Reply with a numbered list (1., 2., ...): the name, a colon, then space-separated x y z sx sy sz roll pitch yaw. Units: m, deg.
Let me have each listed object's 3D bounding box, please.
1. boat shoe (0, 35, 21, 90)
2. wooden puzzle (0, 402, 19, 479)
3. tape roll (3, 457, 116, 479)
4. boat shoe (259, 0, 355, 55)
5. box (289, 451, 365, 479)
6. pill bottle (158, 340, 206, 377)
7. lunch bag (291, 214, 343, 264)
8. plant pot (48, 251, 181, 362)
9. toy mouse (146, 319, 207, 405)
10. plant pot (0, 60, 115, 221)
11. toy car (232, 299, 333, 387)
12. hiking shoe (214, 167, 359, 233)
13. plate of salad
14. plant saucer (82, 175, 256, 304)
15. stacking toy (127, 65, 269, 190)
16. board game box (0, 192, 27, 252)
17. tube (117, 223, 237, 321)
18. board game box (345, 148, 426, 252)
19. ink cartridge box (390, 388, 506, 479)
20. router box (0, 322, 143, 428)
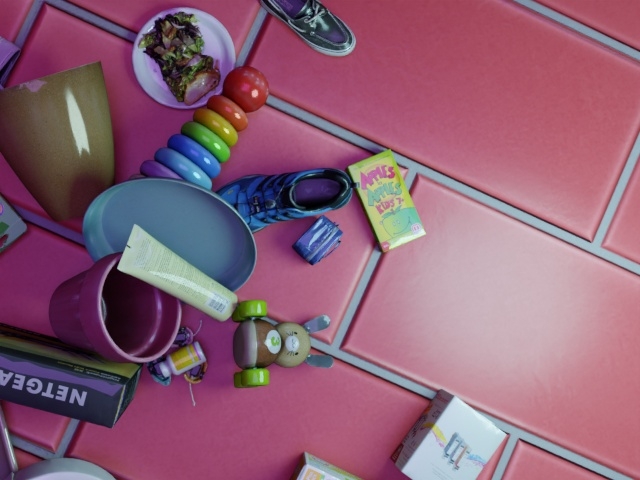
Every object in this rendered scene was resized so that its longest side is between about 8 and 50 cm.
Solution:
1. boat shoe: -0.627 -0.296 1.710 0.063 0.066 0.184 25 77 -3
2. wooden puzzle: -0.744 0.424 1.663 0.348 0.080 0.322 -15 90 -5
3. tape roll: -0.476 0.545 1.639 0.286 0.100 0.286 -1 93 -18
4. boat shoe: -0.028 -0.434 1.755 0.219 0.070 0.077 32 86 -3
5. box: 0.037 0.497 1.708 0.203 0.114 0.103 26 88 -3
6. pill bottle: -0.259 0.225 1.695 0.083 0.043 0.043 -26 90 -6
7. lunch bag: 0.000 0.000 1.745 0.065 0.067 0.098 44 84 -2
8. plant pot: -0.384 0.124 1.637 0.180 0.201 0.201 -8 88 36
9. toy mouse: -0.285 0.218 1.732 0.143 0.031 0.161 18 87 -4
10. plant pot: -0.472 -0.173 1.649 0.237 0.237 0.254 -19 104 -5
11. toy car: -0.066 0.196 1.705 0.188 0.149 0.155 0 79 -16
12. hiking shoe: -0.084 -0.085 1.708 0.304 0.132 0.113 -16 89 -5
13. plate of salad: -0.265 -0.355 1.745 0.200 0.048 0.199 0 88 -4
14. plant saucer: -0.272 -0.004 1.646 0.318 0.317 0.043 11 45 -4
15. stacking toy: -0.215 -0.195 1.707 0.141 0.141 0.330 35 82 -3
16. board game box: -0.680 -0.081 1.708 0.124 0.039 0.259 -41 89 -4
17. tube: -0.256 0.067 1.626 0.240 0.070 0.062 36 103 -34
18. board game box: 0.127 -0.077 1.770 0.092 0.043 0.181 -23 90 -5
19. ink cartridge box: 0.242 0.392 1.722 0.127 0.128 0.176 38 85 -2
20. router box: -0.488 0.232 1.608 0.309 0.243 0.081 16 91 -5
